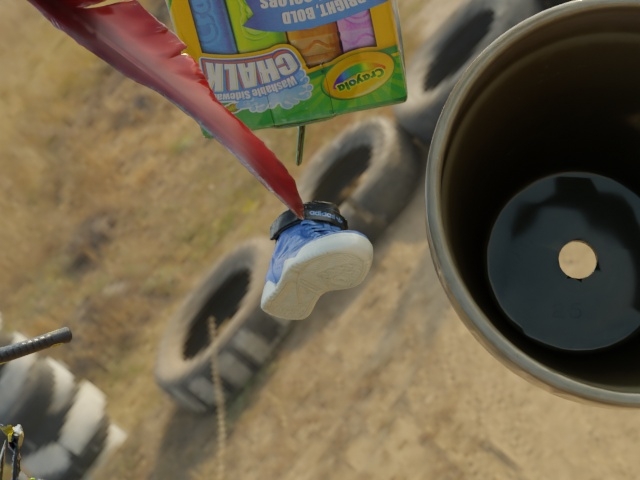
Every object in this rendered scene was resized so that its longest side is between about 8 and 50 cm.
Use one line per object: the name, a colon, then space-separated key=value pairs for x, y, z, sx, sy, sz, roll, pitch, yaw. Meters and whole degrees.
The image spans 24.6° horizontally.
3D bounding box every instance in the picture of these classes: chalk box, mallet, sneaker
chalk box: x=-0.027 y=-0.205 z=1.216 sx=0.179 sy=0.289 sz=0.180 roll=-10 pitch=35 yaw=6
mallet: x=-0.298 y=0.105 z=1.252 sx=0.189 sy=0.039 sz=0.062 roll=-19 pitch=-9 yaw=-24
sneaker: x=-0.001 y=0.000 z=1.127 sx=0.152 sy=0.058 sz=0.085 roll=134 pitch=148 yaw=-61

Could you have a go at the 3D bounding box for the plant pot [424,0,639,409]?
plant pot: x=0.238 y=-0.009 z=1.245 sx=0.323 sy=0.323 sz=0.280 roll=-52 pitch=-6 yaw=-9

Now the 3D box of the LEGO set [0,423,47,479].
LEGO set: x=-0.225 y=0.321 z=1.061 sx=0.331 sy=0.192 sz=0.255 roll=-81 pitch=-7 yaw=-49

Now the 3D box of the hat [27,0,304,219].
hat: x=-0.134 y=-0.101 z=0.551 sx=0.208 sy=0.184 sz=0.173 roll=-5 pitch=-9 yaw=17
